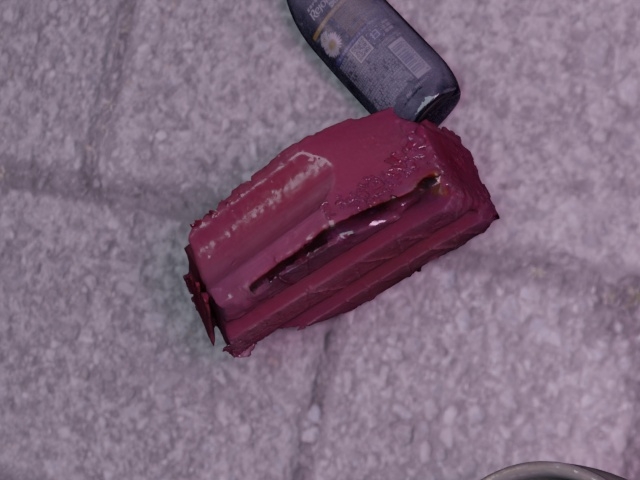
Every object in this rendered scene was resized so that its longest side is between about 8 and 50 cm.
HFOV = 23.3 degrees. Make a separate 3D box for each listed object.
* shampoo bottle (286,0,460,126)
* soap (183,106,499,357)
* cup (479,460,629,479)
[{"bbox_3d":[0.040,-0.196,1.509,0.087,0.049,0.233,-48,62,15],"label":"shampoo bottle"},{"bbox_3d":[0.000,0.000,1.419,0.289,0.182,0.112,-35,61,19],"label":"soap"},{"bbox_3d":[0.218,0.307,1.201,0.186,0.234,0.258,-18,71,26],"label":"cup"}]
